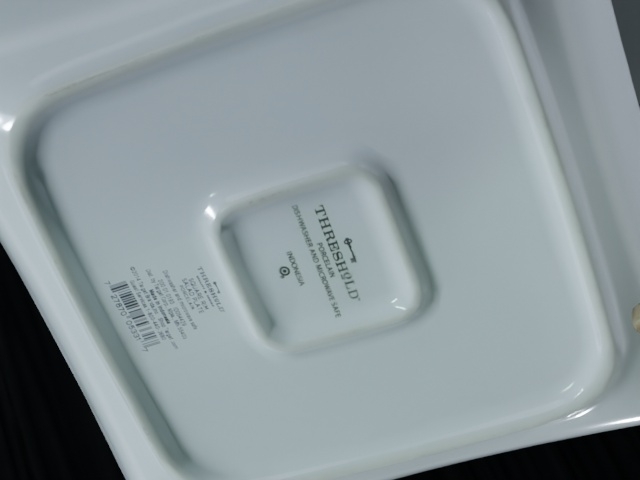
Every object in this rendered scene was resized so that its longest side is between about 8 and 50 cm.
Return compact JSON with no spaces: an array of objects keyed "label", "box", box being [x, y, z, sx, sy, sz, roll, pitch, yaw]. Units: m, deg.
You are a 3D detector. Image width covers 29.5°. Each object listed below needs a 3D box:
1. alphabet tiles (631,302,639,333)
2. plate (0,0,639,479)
[{"label":"alphabet tiles","box":[0.281,0.049,0.366,0.342,0.011,0.285,27,129,-18]},{"label":"plate","box":[0.000,0.000,0.494,0.278,0.045,0.277,-17,115,13]}]
